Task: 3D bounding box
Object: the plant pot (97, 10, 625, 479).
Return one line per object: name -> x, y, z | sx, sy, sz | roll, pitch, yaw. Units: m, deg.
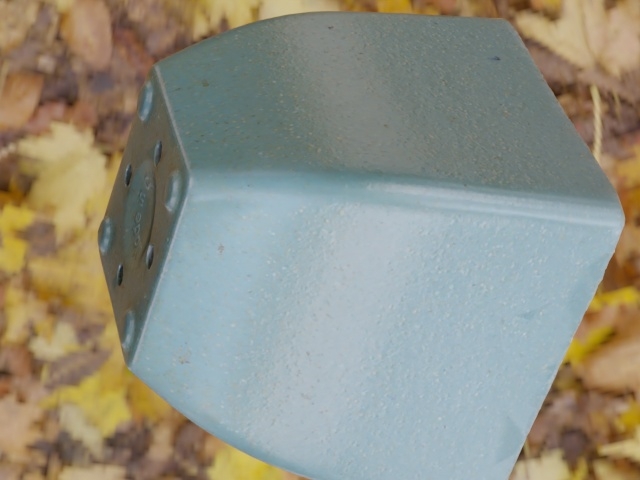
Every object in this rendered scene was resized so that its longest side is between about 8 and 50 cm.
plant pot -> 0.000, 0.000, 1.255 | 0.252, 0.248, 0.247 | 7, 122, -20
